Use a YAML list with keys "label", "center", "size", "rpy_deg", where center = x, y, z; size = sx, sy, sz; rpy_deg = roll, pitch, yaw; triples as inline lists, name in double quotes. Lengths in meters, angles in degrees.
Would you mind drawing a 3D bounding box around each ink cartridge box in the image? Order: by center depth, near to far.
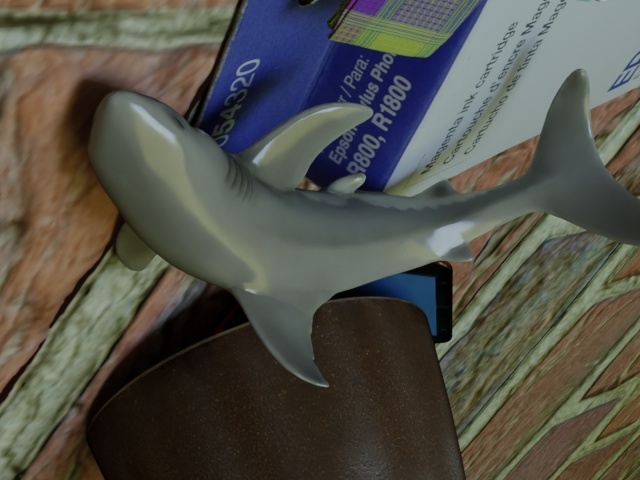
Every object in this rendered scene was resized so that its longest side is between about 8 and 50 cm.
- label: "ink cartridge box"
  center: [0.109, -0.154, 0.825]
  size: [0.330, 0.071, 0.324]
  rpy_deg: [-28, 156, -38]

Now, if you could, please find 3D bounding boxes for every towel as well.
- label: "towel"
  center: [0.045, -0.111, 0.748]
  size: [0.060, 0.009, 0.083]
  rpy_deg: [8, 139, -29]

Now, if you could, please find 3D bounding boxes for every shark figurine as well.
- label: "shark figurine"
  center: [0.015, 0.010, 0.809]
  size: [0.278, 0.116, 0.166]
  rpy_deg: [1, 146, -25]

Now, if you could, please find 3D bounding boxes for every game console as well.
- label: "game console"
  center: [0.010, 0.060, 1.045]
  size: [0.124, 0.085, 0.144]
  rpy_deg: [-50, 162, -15]

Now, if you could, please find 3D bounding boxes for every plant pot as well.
- label: "plant pot"
  center: [0.004, 0.184, 0.999]
  size: [0.215, 0.230, 0.215]
  rpy_deg: [-19, 158, -8]
